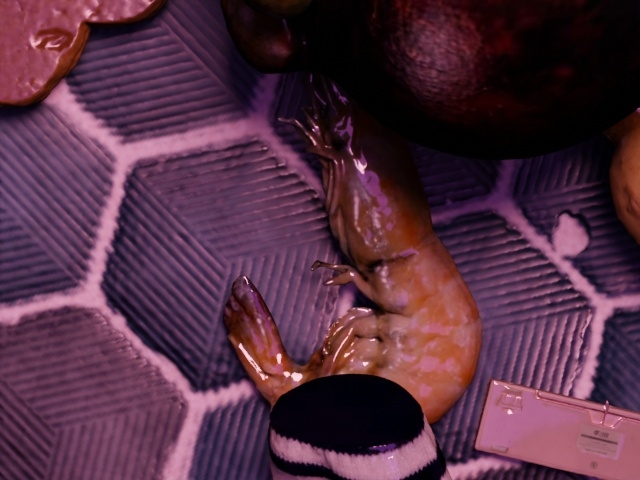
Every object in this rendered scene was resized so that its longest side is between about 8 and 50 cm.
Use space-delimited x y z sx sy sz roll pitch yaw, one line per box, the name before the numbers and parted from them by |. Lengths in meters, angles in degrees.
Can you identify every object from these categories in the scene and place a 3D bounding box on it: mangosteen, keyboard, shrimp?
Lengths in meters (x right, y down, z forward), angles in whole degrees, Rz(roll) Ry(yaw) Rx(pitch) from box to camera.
mangosteen | 0.086 -0.181 0.817 0.313 0.297 0.297 -30 91 12
keyboard | 0.193 0.137 0.965 0.166 0.017 0.055 13 95 -2
shrimp | 0.000 0.000 0.942 0.169 0.058 0.296 -20 94 1

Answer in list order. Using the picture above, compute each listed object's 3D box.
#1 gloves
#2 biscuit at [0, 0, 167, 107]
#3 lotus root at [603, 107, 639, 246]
gloves | 0.031 0.205 0.920 0.140 0.131 0.218 -11 121 -5
biscuit | -0.242 -0.190 0.937 0.290 0.041 0.208 -4 90 0
lotus root | 0.300 -0.026 0.903 0.284 0.146 0.160 36 75 1
